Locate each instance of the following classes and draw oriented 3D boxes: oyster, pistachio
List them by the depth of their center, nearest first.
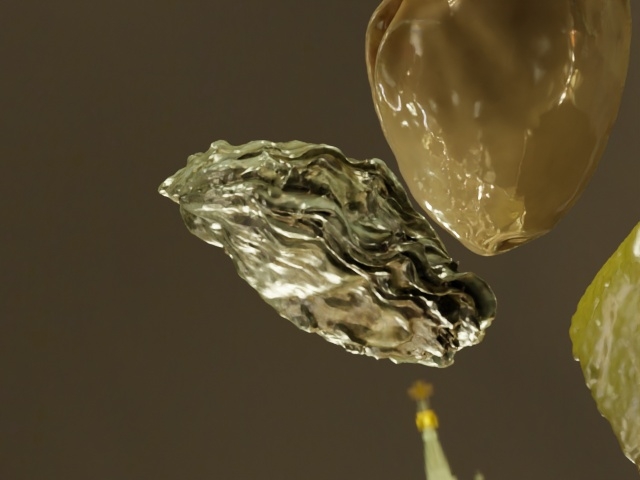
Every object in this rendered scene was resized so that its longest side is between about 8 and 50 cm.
[{"bbox_3d":[0.000,0.000,0.793,0.177,0.064,0.125,34,-33,10],"label":"oyster"},{"bbox_3d":[0.098,-0.091,0.953,0.152,0.126,0.223,-10,-49,-14],"label":"pistachio"}]

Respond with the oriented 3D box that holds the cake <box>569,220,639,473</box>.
[{"bbox_3d":[0.283,0.096,1.060,0.179,0.260,0.156,7,-44,-36],"label":"cake"}]
